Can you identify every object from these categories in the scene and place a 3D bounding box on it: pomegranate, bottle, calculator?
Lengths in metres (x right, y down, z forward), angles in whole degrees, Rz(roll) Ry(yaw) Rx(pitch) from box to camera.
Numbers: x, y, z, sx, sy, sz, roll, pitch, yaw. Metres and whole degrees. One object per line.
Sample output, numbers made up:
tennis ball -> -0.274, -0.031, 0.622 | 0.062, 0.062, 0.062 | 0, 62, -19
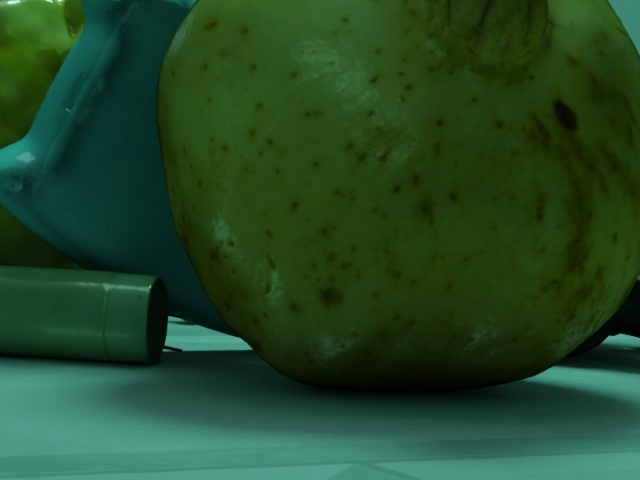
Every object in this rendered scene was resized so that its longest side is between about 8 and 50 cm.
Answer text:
pomegranate -> 0.071, -0.082, 1.415 | 0.410, 0.410, 0.410 | 3, 3, 0
bottle -> -0.224, 0.056, 1.550 | 0.202, 0.072, 0.072 | 4, 3, 10
calculator -> -0.072, -0.054, 1.623 | 0.386, 0.256, 0.054 | 27, 2, -35

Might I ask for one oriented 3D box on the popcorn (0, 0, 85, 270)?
popcorn -> -0.279, -0.092, 1.730 | 0.354, 0.344, 0.390 | -5, -2, 34

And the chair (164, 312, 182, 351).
chair -> -0.154, 0.073, 1.610 | 0.086, 0.037, 0.042 | 9, 16, 32

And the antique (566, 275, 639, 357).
antique -> 0.213, 0.016, 1.790 | 0.322, 0.185, 0.255 | 3, -5, 18
